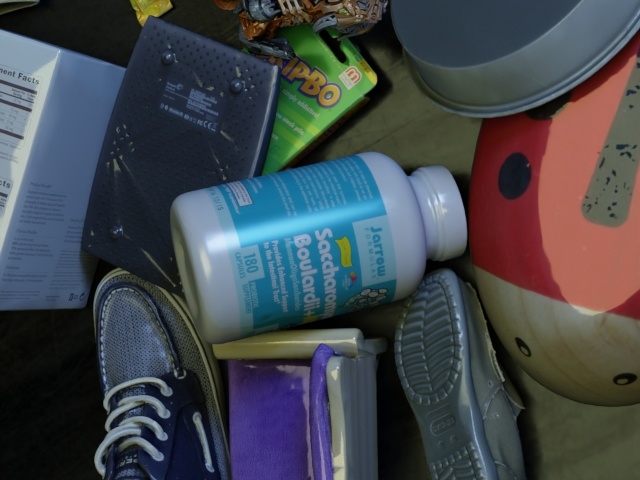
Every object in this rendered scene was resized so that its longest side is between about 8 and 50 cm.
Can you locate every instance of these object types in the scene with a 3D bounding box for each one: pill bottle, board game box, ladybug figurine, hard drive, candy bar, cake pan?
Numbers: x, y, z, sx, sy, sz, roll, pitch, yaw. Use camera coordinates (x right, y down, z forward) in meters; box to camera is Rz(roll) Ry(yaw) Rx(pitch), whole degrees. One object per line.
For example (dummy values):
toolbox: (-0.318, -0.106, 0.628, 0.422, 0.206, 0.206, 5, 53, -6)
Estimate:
pill bottle: (0.000, 0.000, 1.397, 0.264, 0.146, 0.146, -14, 83, -12)
board game box: (-0.067, -0.124, 1.520, 0.259, 0.039, 0.124, -41, 77, 17)
ladybug figurine: (0.278, -0.069, 1.330, 0.305, 0.162, 0.450, 12, 92, 19)
hard drive: (-0.136, -0.081, 1.489, 0.172, 0.054, 0.255, 24, 105, 21)
candy bar: (-0.208, -0.307, 1.582, 0.040, 0.018, 0.161, -29, 79, 13)
cake pan: (0.178, -0.248, 1.321, 0.293, 0.054, 0.293, -24, 49, 31)

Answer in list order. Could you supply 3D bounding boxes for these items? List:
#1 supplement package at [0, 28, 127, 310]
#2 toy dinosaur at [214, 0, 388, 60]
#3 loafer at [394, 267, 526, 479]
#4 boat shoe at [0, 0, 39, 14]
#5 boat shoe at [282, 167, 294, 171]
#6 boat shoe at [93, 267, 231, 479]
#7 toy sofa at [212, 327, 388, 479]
supplement package: (-0.334, -0.082, 1.524, 0.198, 0.199, 0.263, 19, 95, 19)
toy dinosaur: (-0.064, -0.296, 1.457, 0.321, 0.164, 0.218, 18, 98, 19)
loafer: (0.140, 0.150, 1.424, 0.094, 0.087, 0.251, -24, 68, 43)
boat shoe: (-0.378, -0.253, 1.622, 0.153, 0.056, 0.048, -21, 77, 10)
boat shoe: (-0.047, 0.024, 1.496, 0.072, 0.068, 0.190, 28, 98, 6)
boat shoe: (-0.168, 0.185, 1.481, 0.127, 0.158, 0.341, -24, 81, 17)
toy sofa: (-0.022, 0.266, 1.420, 0.150, 0.177, 0.363, -2, 89, 19)
